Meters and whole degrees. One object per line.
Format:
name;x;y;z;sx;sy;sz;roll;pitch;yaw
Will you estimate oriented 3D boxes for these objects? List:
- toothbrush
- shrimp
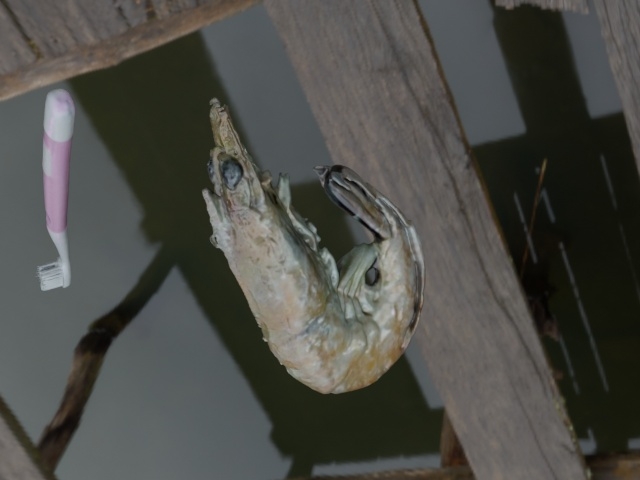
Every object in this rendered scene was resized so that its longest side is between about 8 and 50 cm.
toothbrush;-0.180;-0.020;0.615;0.025;0.020;0.286;-18;163;-23
shrimp;0.000;0.000;0.567;0.047;0.126;0.223;25;148;55
